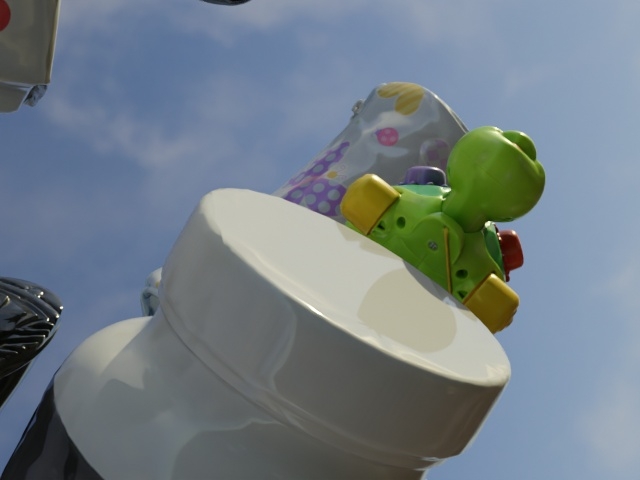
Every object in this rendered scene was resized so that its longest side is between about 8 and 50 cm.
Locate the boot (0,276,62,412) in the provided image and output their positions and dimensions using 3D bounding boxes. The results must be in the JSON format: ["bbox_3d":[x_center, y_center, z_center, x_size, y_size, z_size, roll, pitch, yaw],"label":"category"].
[{"bbox_3d":[-0.300,0.164,1.208,0.246,0.094,0.207,-53,-18,-55],"label":"boot"}]

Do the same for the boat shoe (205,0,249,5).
[{"bbox_3d":[-0.134,-0.301,1.234,0.127,0.113,0.340,-42,-50,-5],"label":"boat shoe"}]

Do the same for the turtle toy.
[{"bbox_3d":[0.056,0.001,0.693,0.066,0.095,0.130,-43,-9,-42],"label":"turtle toy"}]

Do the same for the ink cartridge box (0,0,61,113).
[{"bbox_3d":[-0.155,-0.159,0.508,0.093,0.154,0.212,-176,94,-76],"label":"ink cartridge box"}]

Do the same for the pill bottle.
[{"bbox_3d":[-0.053,0.130,0.588,0.278,0.162,0.162,-60,-22,14],"label":"pill bottle"}]

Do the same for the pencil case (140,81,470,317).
[{"bbox_3d":[0.000,0.000,1.116,0.273,0.124,0.113,-41,2,-16],"label":"pencil case"}]
